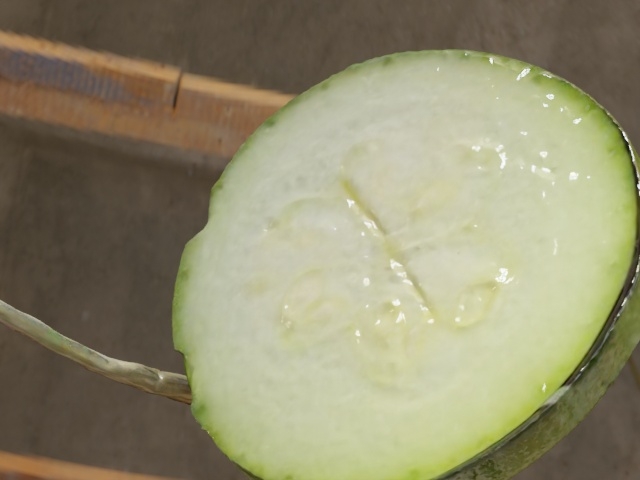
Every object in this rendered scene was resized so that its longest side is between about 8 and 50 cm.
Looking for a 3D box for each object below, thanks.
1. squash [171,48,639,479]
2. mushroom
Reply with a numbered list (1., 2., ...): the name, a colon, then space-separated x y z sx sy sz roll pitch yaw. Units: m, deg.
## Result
1. squash: 0.037 0.017 0.623 0.219 0.219 0.041 -31 -40 12
2. mushroom: -0.079 0.063 0.684 0.286 0.026 0.028 37 -95 -35
